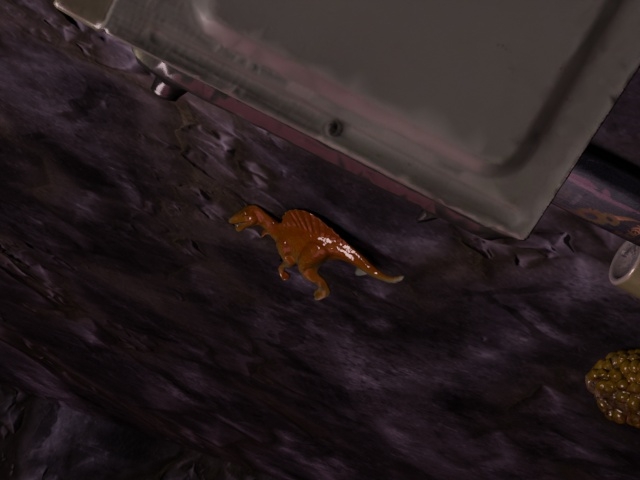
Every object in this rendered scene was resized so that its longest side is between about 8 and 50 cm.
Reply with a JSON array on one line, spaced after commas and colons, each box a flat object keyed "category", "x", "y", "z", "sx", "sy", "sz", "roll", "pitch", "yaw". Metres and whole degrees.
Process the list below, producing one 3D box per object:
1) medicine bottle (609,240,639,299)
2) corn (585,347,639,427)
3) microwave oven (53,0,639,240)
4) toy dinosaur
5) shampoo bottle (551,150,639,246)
[{"category": "medicine bottle", "x": 0.406, "y": 0.071, "z": 1.393, "sx": 0.231, "sy": 0.059, "sz": 0.059, "roll": 28, "pitch": 159, "yaw": -13}, {"category": "corn", "x": 0.450, "y": 0.175, "z": 1.554, "sx": 0.320, "sy": 0.097, "sz": 0.097, "roll": 0, "pitch": 149, "yaw": 43}, {"category": "microwave oven", "x": 0.027, "y": -0.172, "z": 0.752, "sx": 0.286, "sy": 0.218, "sz": 0.355, "roll": 27, "pitch": -163, "yaw": -11}, {"category": "toy dinosaur", "x": -0.001, "y": 0.000, "z": 1.675, "sx": 0.212, "sy": 0.057, "sz": 0.142, "roll": -13, "pitch": 121, "yaw": 39}, {"category": "shampoo bottle", "x": 0.284, "y": -0.034, "z": 1.277, "sx": 0.234, "sy": 0.049, "sz": 0.087, "roll": 26, "pitch": 161, "yaw": -7}]
